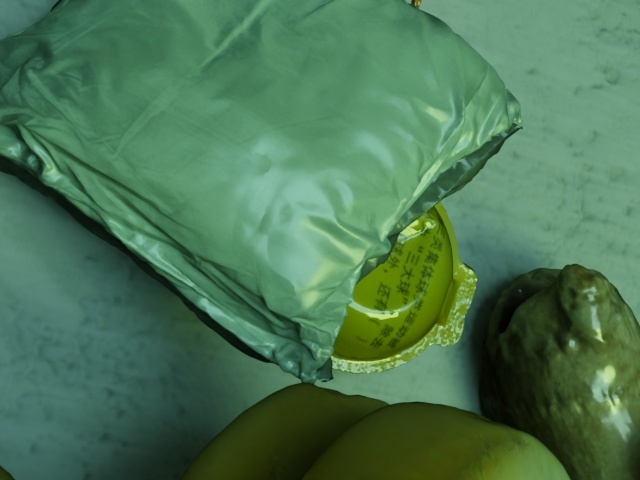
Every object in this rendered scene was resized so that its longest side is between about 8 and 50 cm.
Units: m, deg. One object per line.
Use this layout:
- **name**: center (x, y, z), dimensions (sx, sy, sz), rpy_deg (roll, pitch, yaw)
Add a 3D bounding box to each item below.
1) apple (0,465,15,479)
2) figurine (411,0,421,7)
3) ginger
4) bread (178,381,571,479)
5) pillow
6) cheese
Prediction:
- **apple**: center (-0.255, 0.226, 0.581), dimensions (0.264, 0.264, 0.264), rpy_deg (0, 89, -30)
- **figurine**: center (0.050, -0.185, 0.878), dimensions (0.064, 0.047, 0.109), rpy_deg (35, 78, -55)
- **ginger**: center (0.226, 0.146, 0.888), dimensions (0.130, 0.221, 0.276), rpy_deg (-17, 106, -20)
- **bread**: center (0.008, 0.295, 0.624), dimensions (0.329, 0.245, 0.424), rpy_deg (19, 84, -36)
- **pillow**: center (-0.042, -0.091, 0.739), dimensions (0.310, 0.138, 0.283), rpy_deg (37, 71, 1)
- **cheese**: center (0.000, 0.000, 0.831), dimensions (0.270, 0.069, 0.177), rpy_deg (25, 73, -17)
